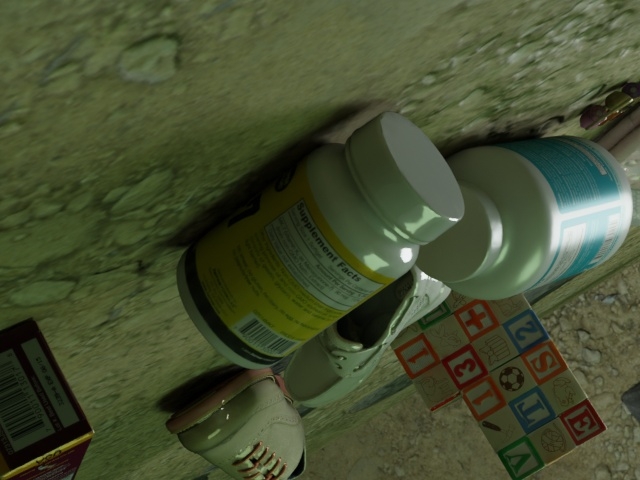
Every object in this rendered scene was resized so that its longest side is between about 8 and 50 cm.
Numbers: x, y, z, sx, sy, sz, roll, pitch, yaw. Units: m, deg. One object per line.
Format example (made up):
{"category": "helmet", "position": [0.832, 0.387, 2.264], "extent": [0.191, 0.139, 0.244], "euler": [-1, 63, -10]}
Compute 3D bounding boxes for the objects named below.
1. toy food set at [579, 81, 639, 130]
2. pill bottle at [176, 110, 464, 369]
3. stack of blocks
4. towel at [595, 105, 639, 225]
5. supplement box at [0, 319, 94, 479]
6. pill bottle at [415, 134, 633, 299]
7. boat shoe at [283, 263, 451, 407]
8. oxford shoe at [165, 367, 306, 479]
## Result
{"category": "toy food set", "position": [0.308, -0.142, 1.327], "extent": [0.078, 0.019, 0.122], "euler": [-35, 174, 23]}
{"category": "pill bottle", "position": [0.000, 0.000, 0.969], "extent": [0.208, 0.119, 0.119], "euler": [-36, 166, 25]}
{"category": "stack of blocks", "position": [0.197, 0.149, 1.552], "extent": [0.171, 0.297, 0.087], "euler": [-32, 167, 2]}
{"category": "towel", "position": [0.481, -0.093, 1.509], "extent": [0.332, 0.053, 0.317], "euler": [3, 156, -21]}
{"category": "supplement box", "position": [-0.250, 0.152, 1.027], "extent": [0.081, 0.104, 0.188], "euler": [-24, 166, -24]}
{"category": "pill bottle", "position": [0.188, -0.024, 1.226], "extent": [0.146, 0.146, 0.264], "euler": [-39, 164, 34]}
{"category": "boat shoe", "position": [0.035, 0.104, 1.498], "extent": [0.277, 0.098, 0.096], "euler": [-48, 160, 27]}
{"category": "oxford shoe", "position": [-0.087, 0.260, 1.684], "extent": [0.141, 0.146, 0.397], "euler": [-32, 167, 9]}
